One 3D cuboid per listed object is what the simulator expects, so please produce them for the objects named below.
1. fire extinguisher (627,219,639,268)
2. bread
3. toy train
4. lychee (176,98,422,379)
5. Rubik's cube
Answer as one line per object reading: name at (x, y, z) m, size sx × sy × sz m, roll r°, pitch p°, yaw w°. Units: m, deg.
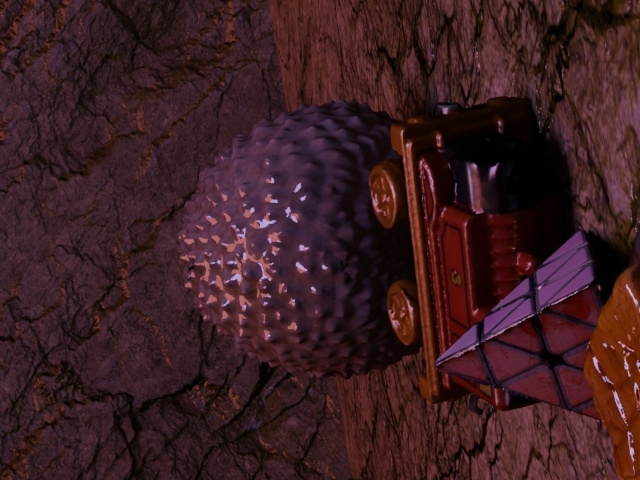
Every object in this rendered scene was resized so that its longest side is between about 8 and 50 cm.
fire extinguisher at (0.286, 0.037, 1.123) m, size 0.089 × 0.072 × 0.267 m, roll 43°, pitch 151°, yaw 30°
bread at (0.275, 0.089, 0.968) m, size 0.143 × 0.158 × 0.149 m, roll 90°, pitch 170°, yaw -58°
toy train at (0.180, 0.034, 1.516) m, size 0.232 × 0.163 × 0.369 m, roll -150°, pitch 49°, yaw -62°
lychee at (0.000, 0.000, 1.928) m, size 0.432 × 0.380 × 0.380 m, roll -1°, pitch 103°, yaw 39°
Rubik's cube at (0.247, 0.041, 1.326) m, size 0.190 × 0.211 × 0.178 m, roll 110°, pitch 178°, yaw -52°
